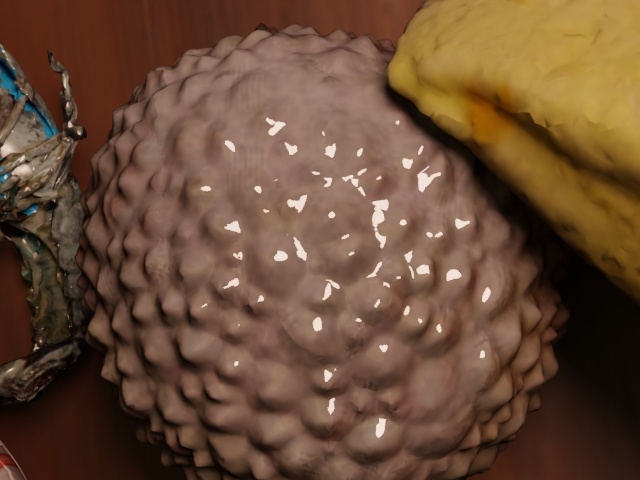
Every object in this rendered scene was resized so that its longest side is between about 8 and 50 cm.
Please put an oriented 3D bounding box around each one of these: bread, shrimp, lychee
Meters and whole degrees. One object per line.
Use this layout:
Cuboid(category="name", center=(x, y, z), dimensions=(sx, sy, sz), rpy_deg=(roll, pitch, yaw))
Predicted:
Cuboid(category="bread", center=(0.152, -0.059, 0.517), dimensions=(0.178, 0.135, 0.240), rpy_deg=(23, 51, 39))
Cuboid(category="shrimp", center=(-0.125, -0.025, 0.628), dimensions=(0.082, 0.076, 0.174), rpy_deg=(-18, 88, 51))
Cuboid(category="lychee", center=(0.000, 0.000, 0.543), dimensions=(0.165, 0.165, 0.197), rpy_deg=(-6, 59, 12))

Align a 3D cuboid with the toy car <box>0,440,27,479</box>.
Cuboid(category="toy car", center=(-0.209, 0.136, 0.617), dimensions=(0.108, 0.089, 0.209), rpy_deg=(43, 93, 5))
